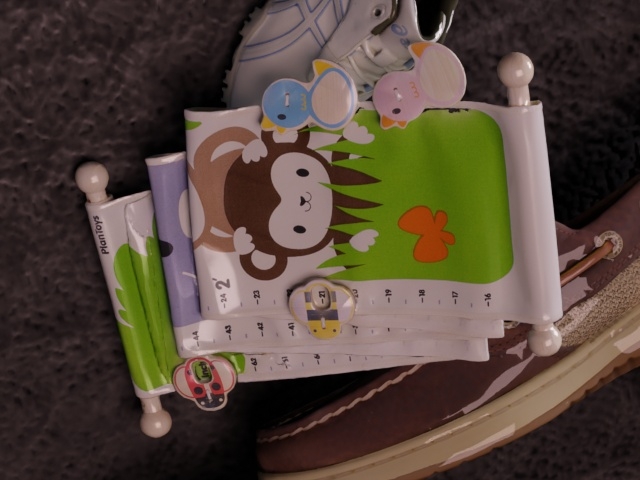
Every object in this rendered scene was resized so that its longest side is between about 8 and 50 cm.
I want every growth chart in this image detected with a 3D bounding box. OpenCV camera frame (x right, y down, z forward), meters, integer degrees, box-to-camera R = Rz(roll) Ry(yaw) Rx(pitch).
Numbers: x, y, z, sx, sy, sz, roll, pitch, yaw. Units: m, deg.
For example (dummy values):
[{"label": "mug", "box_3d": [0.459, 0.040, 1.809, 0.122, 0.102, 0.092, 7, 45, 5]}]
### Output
[{"label": "growth chart", "box_3d": [0.000, 0.000, 0.913, 0.237, 0.021, 0.172, -11, 113, 17]}]

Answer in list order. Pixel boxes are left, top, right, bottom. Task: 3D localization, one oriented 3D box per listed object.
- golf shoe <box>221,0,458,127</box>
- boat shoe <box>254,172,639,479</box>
[{"label": "golf shoe", "box_3d": [0.017, -0.096, 0.904, 0.069, 0.086, 0.176, 24, 103, -32]}, {"label": "boat shoe", "box_3d": [0.107, 0.021, 0.996, 0.342, 0.123, 0.123, -27, 91, 2]}]
